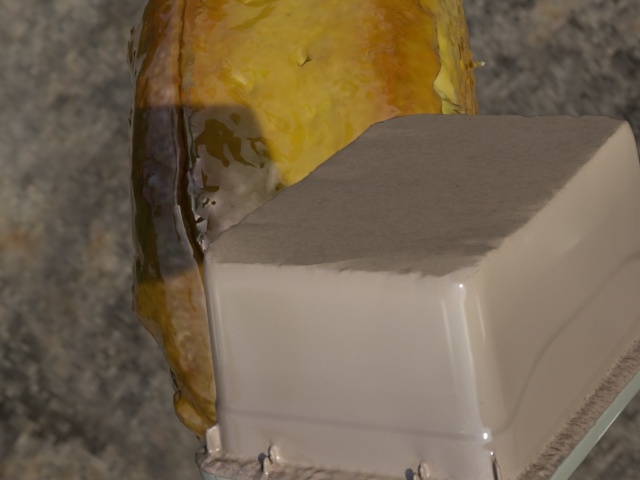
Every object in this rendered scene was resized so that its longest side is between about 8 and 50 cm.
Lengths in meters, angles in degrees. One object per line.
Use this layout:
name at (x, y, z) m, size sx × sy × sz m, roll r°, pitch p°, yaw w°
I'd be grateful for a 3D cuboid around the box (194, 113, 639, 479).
box at (0.030, 0.013, 0.466) m, size 0.089 × 0.062 × 0.122 m, roll 4°, pitch 24°, yaw 30°

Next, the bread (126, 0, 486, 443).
bread at (0.000, 0.000, 1.015) m, size 0.194 × 0.340 × 0.179 m, roll -6°, pitch 13°, yaw 7°
